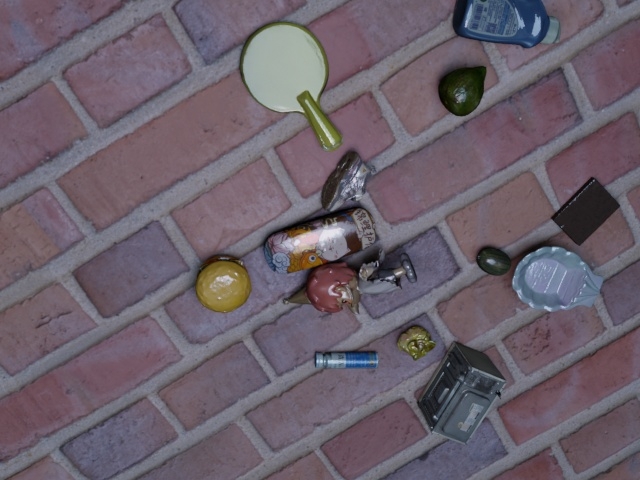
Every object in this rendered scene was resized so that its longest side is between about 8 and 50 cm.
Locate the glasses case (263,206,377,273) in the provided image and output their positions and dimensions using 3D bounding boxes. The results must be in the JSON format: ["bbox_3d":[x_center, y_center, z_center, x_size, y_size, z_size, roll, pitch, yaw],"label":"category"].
[{"bbox_3d":[0.000,0.000,1.891,0.321,0.082,0.122,-18,107,-3],"label":"glasses case"}]

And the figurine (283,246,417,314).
[{"bbox_3d":[0.074,0.131,1.892,0.387,0.207,0.166,-19,90,8],"label":"figurine"}]

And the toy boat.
[{"bbox_3d":[0.694,0.112,2.021,0.290,0.100,0.199,18,105,-13],"label":"toy boat"}]

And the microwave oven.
[{"bbox_3d":[0.421,0.463,2.046,0.145,0.194,0.240,25,105,-14],"label":"microwave oven"}]

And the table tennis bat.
[{"bbox_3d":[-0.056,-0.396,1.778,0.224,0.054,0.368,-35,105,2],"label":"table tennis bat"}]

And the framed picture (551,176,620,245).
[{"bbox_3d":[0.788,-0.085,2.012,0.128,0.023,0.168,41,98,-17],"label":"framed picture"}]

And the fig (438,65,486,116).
[{"bbox_3d":[0.393,-0.407,1.805,0.156,0.123,0.123,-34,110,-9],"label":"fig"}]

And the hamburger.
[{"bbox_3d":[-0.268,0.119,1.872,0.162,0.115,0.162,-3,110,-8],"label":"hamburger"}]

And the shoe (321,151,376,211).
[{"bbox_3d":[0.076,-0.152,1.859,0.092,0.089,0.180,25,105,-27],"label":"shoe"}]

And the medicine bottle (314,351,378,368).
[{"bbox_3d":[0.079,0.360,2.034,0.191,0.051,0.051,2,107,-9],"label":"medicine bottle"}]

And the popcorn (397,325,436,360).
[{"bbox_3d":[0.287,0.307,2.034,0.109,0.089,0.096,13,94,-9],"label":"popcorn"}]

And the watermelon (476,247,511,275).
[{"bbox_3d":[0.507,0.061,1.990,0.111,0.078,0.078,23,103,-13],"label":"watermelon"}]

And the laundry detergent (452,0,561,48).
[{"bbox_3d":[0.499,-0.582,1.781,0.290,0.094,0.143,9,100,-14],"label":"laundry detergent"}]
